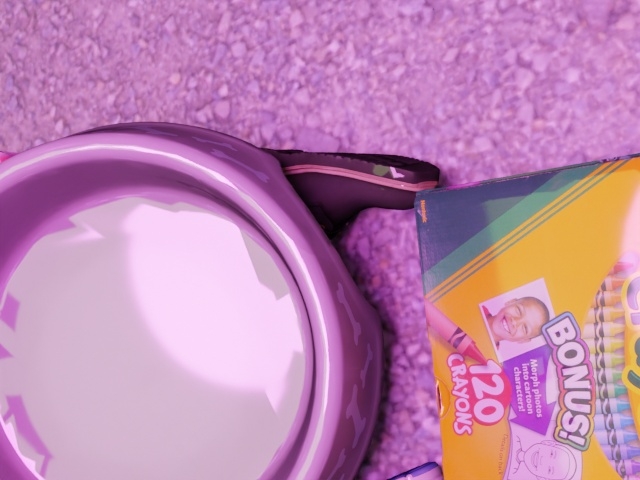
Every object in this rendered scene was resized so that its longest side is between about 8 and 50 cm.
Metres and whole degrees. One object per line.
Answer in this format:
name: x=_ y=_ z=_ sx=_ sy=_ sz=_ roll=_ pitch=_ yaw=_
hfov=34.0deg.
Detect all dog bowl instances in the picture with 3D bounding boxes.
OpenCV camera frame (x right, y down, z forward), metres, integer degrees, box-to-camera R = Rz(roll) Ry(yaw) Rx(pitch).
dog bowl: x=-0.132 y=0.084 z=0.717 sx=0.349 sy=0.102 sz=0.349 roll=0 pitch=88 yaw=6

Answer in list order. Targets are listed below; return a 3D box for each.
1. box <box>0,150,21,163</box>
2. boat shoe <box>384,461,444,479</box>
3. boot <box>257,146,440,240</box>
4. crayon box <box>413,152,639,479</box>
box: x=-0.301 y=0.066 z=0.915 sx=0.300 sy=0.142 sz=0.154 roll=-34 pitch=73 yaw=24
boat shoe: x=0.017 y=0.227 z=0.772 sx=0.183 sy=0.066 sz=0.066 roll=-30 pitch=75 yaw=26
boot: x=0.000 y=0.000 z=0.794 sx=0.198 sy=0.077 sz=0.137 roll=7 pitch=96 yaw=43
crayon box: x=0.165 y=0.094 z=0.683 sx=0.165 sy=0.081 sz=0.278 roll=-9 pitch=84 yaw=30
